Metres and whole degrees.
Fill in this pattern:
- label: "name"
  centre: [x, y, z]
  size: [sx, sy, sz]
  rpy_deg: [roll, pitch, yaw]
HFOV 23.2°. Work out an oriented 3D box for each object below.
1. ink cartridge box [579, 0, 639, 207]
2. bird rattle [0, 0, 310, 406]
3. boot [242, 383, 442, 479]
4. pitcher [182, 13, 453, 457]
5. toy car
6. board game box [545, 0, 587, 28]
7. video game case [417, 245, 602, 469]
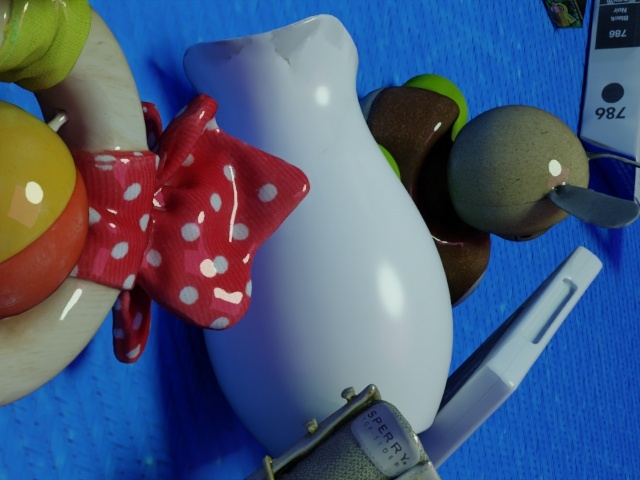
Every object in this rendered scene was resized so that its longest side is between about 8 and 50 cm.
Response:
- label: "ink cartridge box"
  centre: [0.309, -0.156, 1.517]
  size: [0.165, 0.065, 0.333]
  rpy_deg: [44, 50, -57]
- label: "bird rattle"
  centre: [-0.117, -0.028, 0.598]
  size: [0.207, 0.143, 0.253]
  rpy_deg: [-53, 151, -35]
- label: "boot"
  centre: [-0.032, 0.122, 0.666]
  size: [0.077, 0.165, 0.213]
  rpy_deg: [57, 5, 28]
- label: "pitcher"
  centre: [0.000, 0.000, 0.812]
  size: [0.178, 0.125, 0.207]
  rpy_deg: [-6, 84, -79]
- label: "toy car"
  centre: [0.113, -0.024, 0.950]
  size: [0.155, 0.188, 0.149]
  rpy_deg: [-46, 130, -56]
- label: "board game box"
  centre: [0.183, -0.305, 1.291]
  size: [0.260, 0.030, 0.136]
  rpy_deg: [53, 46, -52]
- label: "video game case"
  centre: [0.071, 0.102, 0.899]
  size: [0.023, 0.201, 0.183]
  rpy_deg: [42, 31, 5]
